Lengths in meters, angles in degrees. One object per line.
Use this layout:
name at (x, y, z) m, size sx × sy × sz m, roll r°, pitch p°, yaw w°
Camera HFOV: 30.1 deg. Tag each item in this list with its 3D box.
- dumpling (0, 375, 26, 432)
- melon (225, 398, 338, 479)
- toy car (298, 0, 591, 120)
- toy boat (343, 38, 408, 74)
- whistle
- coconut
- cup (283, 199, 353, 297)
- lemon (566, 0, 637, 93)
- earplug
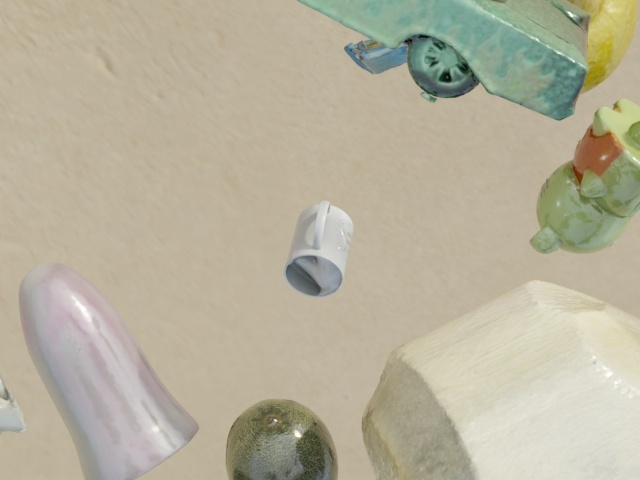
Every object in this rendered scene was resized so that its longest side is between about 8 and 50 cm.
dumpling at (-0.287, 0.110, 0.771) m, size 0.188 × 0.108 × 0.127 m, roll 14°, pitch 138°, yaw -12°
melon at (-0.033, 0.192, 1.021) m, size 0.098 × 0.098 × 0.130 m, roll -21°, pitch 137°, yaw -17°
toy car at (0.028, -0.187, 0.756) m, size 0.321 × 0.141 × 0.097 m, roll 27°, pitch 118°, yaw 0°
toy boat at (0.120, -0.334, 1.866) m, size 0.102 × 0.215 × 0.088 m, roll 58°, pitch 44°, yaw -12°
whistle at (0.326, -0.082, 1.294) m, size 0.131 × 0.106 × 0.288 m, roll -24°, pitch 156°, yaw -45°
coconut at (0.175, 0.154, 0.919) m, size 0.266 × 0.237 × 0.237 m, roll -21°, pitch 123°, yaw -5°
cup at (0.008, 0.006, 1.961) m, size 0.099 × 0.133 × 0.136 m, roll 30°, pitch 131°, yaw -14°
lemon at (0.250, -0.244, 1.291) m, size 0.187 × 0.244 × 0.186 m, roll 1°, pitch 82°, yaw -7°
earplug at (-0.308, 0.165, 1.607) m, size 0.172 × 0.172 × 0.301 m, roll -28°, pitch 100°, yaw -12°
